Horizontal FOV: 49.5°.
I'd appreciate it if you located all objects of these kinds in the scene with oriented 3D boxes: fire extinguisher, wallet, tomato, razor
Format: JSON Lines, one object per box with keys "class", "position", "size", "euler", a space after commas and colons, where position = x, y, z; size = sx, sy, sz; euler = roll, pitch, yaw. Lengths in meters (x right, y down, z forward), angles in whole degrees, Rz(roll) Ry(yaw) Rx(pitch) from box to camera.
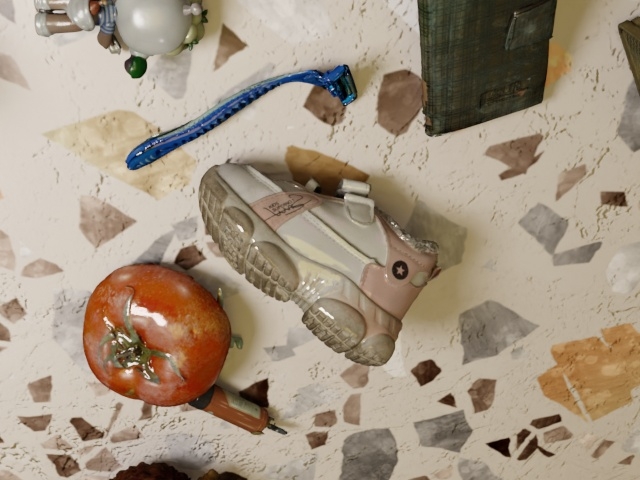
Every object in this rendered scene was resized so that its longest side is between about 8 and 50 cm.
{"class": "fire extinguisher", "position": [-0.135, 0.283, 1.148], "size": [0.177, 0.062, 0.050], "euler": [33, 70, -27]}
{"class": "wallet", "position": [0.197, -0.251, 0.825], "size": [0.169, 0.044, 0.317], "euler": [-18, 147, 0]}
{"class": "tomato", "position": [-0.252, 0.155, 1.023], "size": [0.237, 0.095, 0.236], "euler": [5, 117, 10]}
{"class": "razor", "position": [-0.113, -0.167, 0.916], "size": [0.324, 0.093, 0.056], "euler": [-19, 79, 8]}

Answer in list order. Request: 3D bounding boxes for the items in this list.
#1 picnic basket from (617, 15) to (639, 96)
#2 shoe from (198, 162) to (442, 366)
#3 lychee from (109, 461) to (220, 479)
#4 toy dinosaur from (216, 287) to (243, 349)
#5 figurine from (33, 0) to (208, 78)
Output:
{"class": "picnic basket", "position": [0.494, -0.199, 0.844], "size": [0.139, 0.266, 0.165], "euler": [-27, 121, 14]}
{"class": "shoe", "position": [-0.001, 0.000, 0.964], "size": [0.351, 0.172, 0.198], "euler": [43, 70, -6]}
{"class": "lychee", "position": [-0.270, 0.499, 1.126], "size": [0.275, 0.276, 0.304], "euler": [49, 66, -26]}
{"class": "toy dinosaur", "position": [-0.184, 0.147, 1.081], "size": [0.106, 0.044, 0.187], "euler": [-1, 133, 12]}
{"class": "figurine", "position": [-0.232, -0.267, 0.824], "size": [0.197, 0.093, 0.147], "euler": [0, 97, 2]}
